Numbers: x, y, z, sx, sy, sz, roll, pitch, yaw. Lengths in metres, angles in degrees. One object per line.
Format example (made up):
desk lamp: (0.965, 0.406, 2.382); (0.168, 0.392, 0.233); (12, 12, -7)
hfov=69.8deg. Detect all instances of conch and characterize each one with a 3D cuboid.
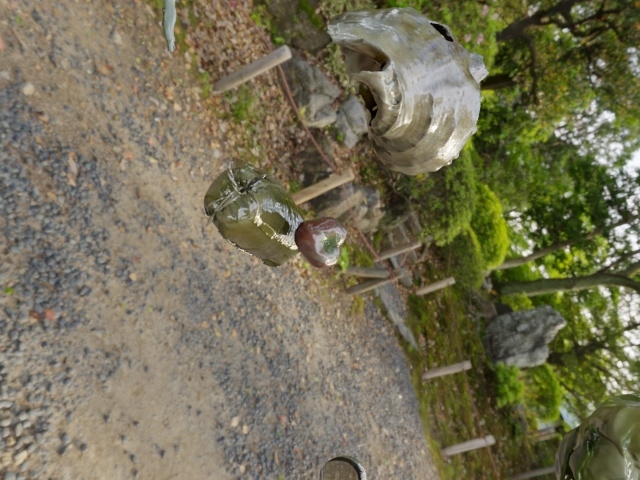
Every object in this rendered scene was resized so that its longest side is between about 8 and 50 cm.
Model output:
conch: (0.119, -0.237, 0.668); (0.263, 0.186, 0.324); (50, 4, 14)

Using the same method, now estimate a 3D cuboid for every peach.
peach: (0.000, 0.000, 1.315); (0.152, 0.152, 0.152); (59, 18, -33)

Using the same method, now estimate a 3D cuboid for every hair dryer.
hair dryer: (-0.484, -0.699, 1.320); (0.219, 0.088, 0.225); (22, 89, -39)

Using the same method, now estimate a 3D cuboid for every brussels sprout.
brussels sprout: (0.286, 0.201, 0.424); (0.181, 0.139, 0.100); (63, -11, -29)

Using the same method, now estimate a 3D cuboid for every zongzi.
zongzi: (-0.271, -0.174, 1.351); (0.467, 0.218, 0.500); (50, 3, 24)

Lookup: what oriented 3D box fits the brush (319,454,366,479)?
brush: (0.053, 0.481, 0.656); (0.065, 0.070, 0.328); (29, 53, -63)
